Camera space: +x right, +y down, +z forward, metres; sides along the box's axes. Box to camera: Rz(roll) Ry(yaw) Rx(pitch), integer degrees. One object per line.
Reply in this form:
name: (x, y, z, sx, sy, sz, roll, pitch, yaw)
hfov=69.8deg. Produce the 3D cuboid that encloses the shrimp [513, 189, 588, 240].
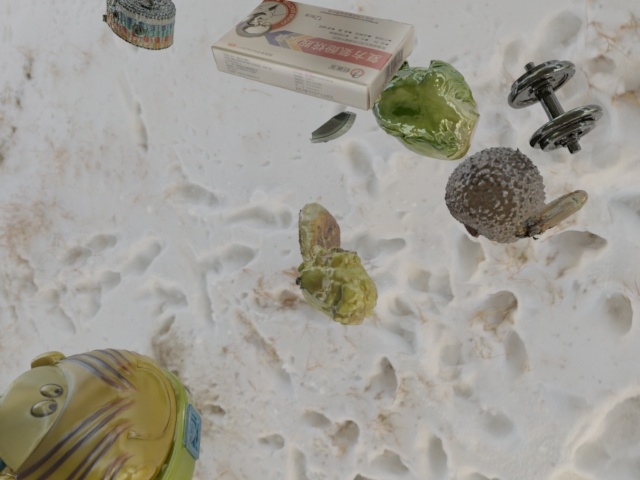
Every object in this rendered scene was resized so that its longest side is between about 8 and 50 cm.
shrimp: (0.426, -0.046, 0.858, 0.042, 0.190, 0.101, 60, 155, 2)

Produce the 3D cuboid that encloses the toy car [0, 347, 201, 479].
toy car: (-0.243, 0.184, 0.409, 0.248, 0.142, 0.200, -19, 39, -1)

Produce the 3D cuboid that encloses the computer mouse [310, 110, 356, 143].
computer mouse: (0.055, -0.451, 1.887, 0.231, 0.126, 0.071, -30, 87, 24)

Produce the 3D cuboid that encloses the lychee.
lychee: (0.533, -0.134, 1.388, 0.300, 0.300, 0.300, 0, 90, 33)

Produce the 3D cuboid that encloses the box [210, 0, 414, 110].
box: (-0.016, -0.389, 0.931, 0.353, 0.069, 0.214, 21, 58, 22)

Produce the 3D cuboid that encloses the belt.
belt: (-0.596, -0.751, 1.520, 0.257, 0.207, 0.150, 50, 137, 21)

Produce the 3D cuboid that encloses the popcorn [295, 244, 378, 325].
popcorn: (0.051, 0.141, 1.449, 0.286, 0.215, 0.252, 20, 120, 39)

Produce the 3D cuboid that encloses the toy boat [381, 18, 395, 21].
toy boat: (0.133, -0.603, 1.370, 0.227, 0.085, 0.155, 10, 58, 40)

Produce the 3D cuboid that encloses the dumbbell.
dumbbell: (0.637, -0.367, 1.259, 0.192, 0.192, 0.289, -29, 74, 30)

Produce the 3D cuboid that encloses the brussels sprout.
brussels sprout: (0.273, -0.340, 1.183, 0.294, 0.259, 0.227, 33, 110, 11)

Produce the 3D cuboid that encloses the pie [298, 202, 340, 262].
pie: (0.000, 0.000, 1.842, 0.092, 0.315, 0.315, -3, 89, 24)
